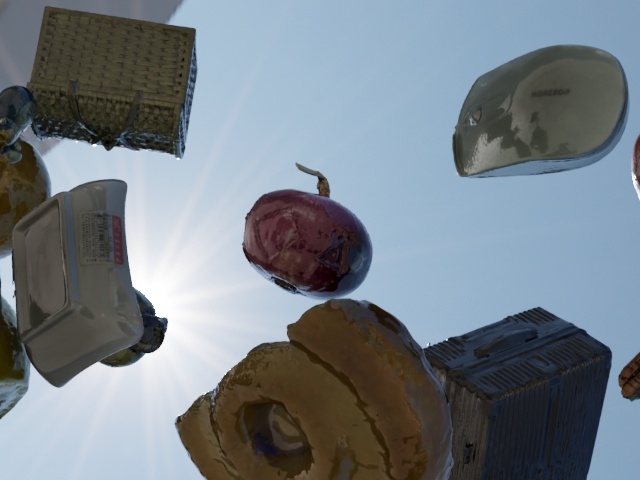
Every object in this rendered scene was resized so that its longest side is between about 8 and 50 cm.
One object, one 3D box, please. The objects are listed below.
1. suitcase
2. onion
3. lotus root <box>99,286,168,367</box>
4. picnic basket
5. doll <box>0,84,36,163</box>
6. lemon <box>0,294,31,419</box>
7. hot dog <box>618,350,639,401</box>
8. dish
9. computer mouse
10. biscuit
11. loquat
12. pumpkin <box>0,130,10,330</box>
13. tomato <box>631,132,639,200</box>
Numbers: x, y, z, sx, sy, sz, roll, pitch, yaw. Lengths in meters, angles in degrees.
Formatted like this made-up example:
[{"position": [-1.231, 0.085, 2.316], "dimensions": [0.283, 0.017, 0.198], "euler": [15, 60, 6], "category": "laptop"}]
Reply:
[{"position": [0.235, 0.273, 1.344], "dimensions": [0.152, 0.229, 0.335], "euler": [36, -47, 45], "category": "suitcase"}, {"position": [-0.007, 0.011, 1.639], "dimensions": [0.200, 0.200, 0.207], "euler": [47, -24, 40], "category": "onion"}, {"position": [-0.438, 0.155, 2.133], "dimensions": [0.309, 0.173, 0.173], "euler": [18, -84, 49], "category": "lotus root"}, {"position": [-0.265, -0.192, 1.353], "dimensions": [0.134, 0.196, 0.154], "euler": [111, -15, -71], "category": "picnic basket"}, {"position": [-0.356, -0.140, 1.205], "dimensions": [0.076, 0.050, 0.083], "euler": [121, -8, -71], "category": "doll"}, {"position": [-0.461, 0.121, 1.180], "dimensions": [0.240, 0.240, 0.219], "euler": [-43, -109, 33], "category": "lemon"}, {"position": [0.376, 0.131, 1.149], "dimensions": [0.122, 0.037, 0.049], "euler": [-42, -107, -3], "category": "hot dog"}, {"position": [-0.277, 0.037, 1.145], "dimensions": [0.151, 0.077, 0.212], "euler": [-31, -126, 28], "category": "dish"}, {"position": [0.215, -0.132, 1.080], "dimensions": [0.231, 0.079, 0.128], "euler": [-6, -111, 50], "category": "computer mouse"}, {"position": [0.001, 0.171, 0.885], "dimensions": [0.213, 0.091, 0.274], "euler": [42, -51, 2], "category": "biscuit"}, {"position": [-0.447, -0.065, 1.353], "dimensions": [0.213, 0.213, 0.213], "euler": [-10, -104, 45], "category": "loquat"}, {"position": [-0.337, 0.028, 0.851], "dimensions": [0.222, 0.139, 0.317], "euler": [131, -40, -51], "category": "pumpkin"}, {"position": [0.478, -0.087, 1.477], "dimensions": [0.069, 0.155, 0.155], "euler": [-18, -113, 9], "category": "tomato"}]
